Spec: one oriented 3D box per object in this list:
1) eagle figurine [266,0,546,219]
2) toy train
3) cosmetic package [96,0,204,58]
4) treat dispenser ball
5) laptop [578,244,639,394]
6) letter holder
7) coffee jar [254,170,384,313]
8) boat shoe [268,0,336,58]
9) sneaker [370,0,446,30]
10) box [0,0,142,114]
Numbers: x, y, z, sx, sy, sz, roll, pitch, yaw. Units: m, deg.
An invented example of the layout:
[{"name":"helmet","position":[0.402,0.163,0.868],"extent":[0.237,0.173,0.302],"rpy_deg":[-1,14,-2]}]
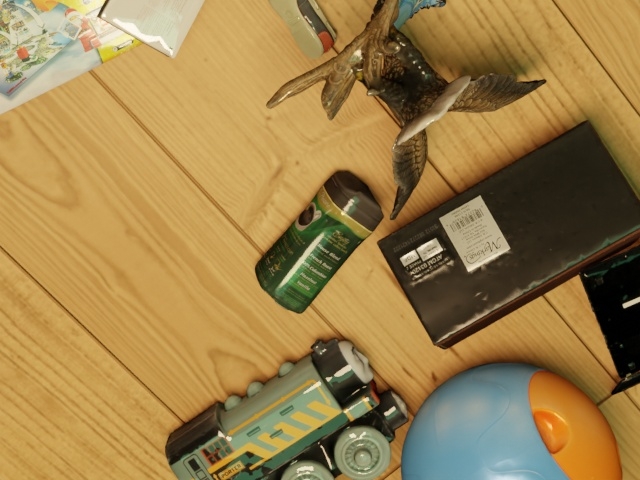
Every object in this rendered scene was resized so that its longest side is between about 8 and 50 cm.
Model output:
[{"name":"eagle figurine","position":[0.122,-0.160,1.297],"extent":[0.226,0.225,0.298],"rpy_deg":[-3,153,36]},{"name":"toy train","position":[-0.050,0.275,1.511],"extent":[0.334,0.142,0.190],"rpy_deg":[-33,99,6]},{"name":"cosmetic package","position":[-0.161,-0.341,1.294],"extent":[0.099,0.060,0.239],"rpy_deg":[28,92,-19]},{"name":"treat dispenser ball","position":[0.249,0.304,1.462],"extent":[0.288,0.288,0.288],"rpy_deg":[-2,109,-5]},{"name":"laptop","position":[0.477,0.085,1.488],"extent":[0.234,0.136,0.264],"rpy_deg":[-25,109,3]},{"name":"letter holder","position":[0.252,0.005,1.449],"extent":[0.302,0.214,0.152],"rpy_deg":[-30,77,6]},{"name":"coffee jar","position":[0.000,0.000,1.435],"extent":[0.079,0.096,0.184],"rpy_deg":[35,103,-24]},{"name":"boat shoe","position":[-0.027,-0.289,1.362],"extent":[0.043,0.049,0.137],"rpy_deg":[-45,110,-35]},{"name":"sneaker","position":[0.119,-0.297,1.362],"extent":[0.073,0.063,0.162],"rpy_deg":[28,104,-17]},{"name":"box","position":[-0.339,-0.267,1.337],"extent":[0.233,0.044,0.159],"rpy_deg":[-25,110,4]}]
